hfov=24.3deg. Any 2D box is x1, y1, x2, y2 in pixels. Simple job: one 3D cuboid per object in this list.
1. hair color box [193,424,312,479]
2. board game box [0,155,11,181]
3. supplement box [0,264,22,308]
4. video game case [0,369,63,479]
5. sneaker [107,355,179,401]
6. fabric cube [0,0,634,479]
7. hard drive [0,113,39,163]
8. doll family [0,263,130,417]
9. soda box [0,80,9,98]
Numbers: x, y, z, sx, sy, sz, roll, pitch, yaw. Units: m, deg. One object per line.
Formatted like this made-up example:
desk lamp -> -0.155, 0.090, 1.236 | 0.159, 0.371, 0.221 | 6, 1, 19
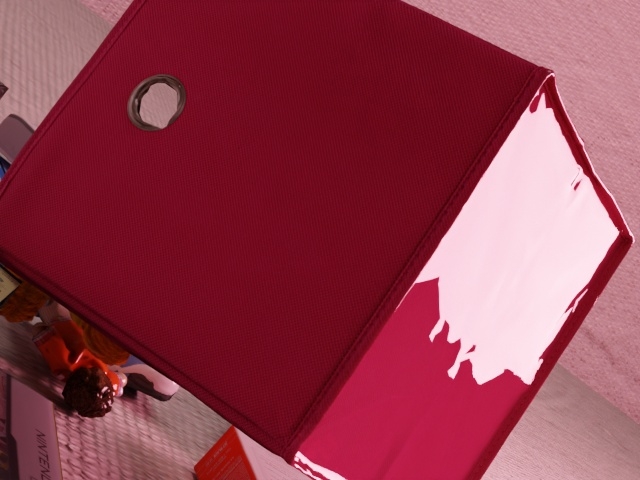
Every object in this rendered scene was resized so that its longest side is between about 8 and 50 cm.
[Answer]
hair color box -> -0.030, 0.216, 1.107 | 0.093, 0.053, 0.167 | 37, 8, -27
board game box -> -0.302, -0.035, 1.292 | 0.145, 0.027, 0.281 | 41, 9, -10
supplement box -> -0.220, 0.045, 0.824 | 0.056, 0.083, 0.083 | 39, 9, -5
video game case -> -0.257, 0.091, 0.827 | 0.275, 0.035, 0.248 | 37, 10, -24
sneaker -> -0.167, 0.053, 1.249 | 0.080, 0.081, 0.211 | 34, 12, -45
fabric cube -> 0.000, 0.000, 0.923 | 0.258, 0.254, 0.259 | 31, -8, 30
hard drive -> -0.194, -0.019, 1.524 | 0.203, 0.040, 0.307 | 43, 2, 18
doll family -> -0.213, 0.024, 1.068 | 0.263, 0.118, 0.163 | 34, 11, -35
soda box -> -0.373, -0.151, 1.455 | 0.053, 0.060, 0.169 | 41, 9, 9
